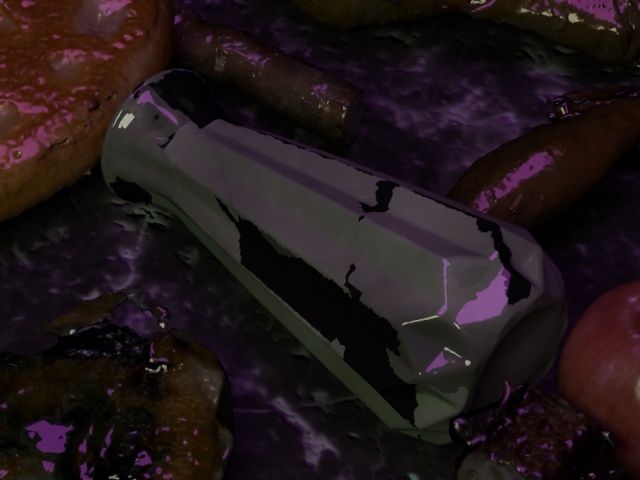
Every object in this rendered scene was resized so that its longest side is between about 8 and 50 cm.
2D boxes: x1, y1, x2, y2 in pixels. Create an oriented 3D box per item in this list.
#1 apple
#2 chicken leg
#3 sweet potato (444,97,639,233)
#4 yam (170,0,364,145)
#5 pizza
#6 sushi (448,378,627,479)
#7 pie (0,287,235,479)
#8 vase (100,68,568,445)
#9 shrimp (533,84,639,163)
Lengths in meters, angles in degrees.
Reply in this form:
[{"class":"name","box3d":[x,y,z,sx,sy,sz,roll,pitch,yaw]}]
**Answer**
[{"class":"apple","box3d":[0.238,0.095,1.097,0.153,0.120,0.153,2,44,-2]},{"class":"chicken leg","box3d":[0.122,-0.254,1.439,0.429,0.153,0.201,21,69,5]},{"class":"sweet potato","box3d":[0.174,-0.056,1.247,0.244,0.077,0.077,-37,56,-14]},{"class":"yam","box3d":[-0.069,-0.152,1.372,0.253,0.061,0.061,28,48,23]},{"class":"pizza","box3d":[-0.285,-0.119,1.265,0.278,0.114,0.409,30,53,19]},{"class":"sushi","box3d":[0.137,0.153,1.046,0.098,0.094,0.084,35,49,28]},{"class":"pie","box3d":[-0.239,0.143,1.035,0.371,0.078,0.296,1,45,-6]},{"class":"vase","box3d":[0.000,0.000,1.159,0.360,0.165,0.165,32,50,31]},{"class":"shrimp","box3d":[0.326,-0.066,1.323,0.290,0.054,0.222,-3,45,-8]}]
